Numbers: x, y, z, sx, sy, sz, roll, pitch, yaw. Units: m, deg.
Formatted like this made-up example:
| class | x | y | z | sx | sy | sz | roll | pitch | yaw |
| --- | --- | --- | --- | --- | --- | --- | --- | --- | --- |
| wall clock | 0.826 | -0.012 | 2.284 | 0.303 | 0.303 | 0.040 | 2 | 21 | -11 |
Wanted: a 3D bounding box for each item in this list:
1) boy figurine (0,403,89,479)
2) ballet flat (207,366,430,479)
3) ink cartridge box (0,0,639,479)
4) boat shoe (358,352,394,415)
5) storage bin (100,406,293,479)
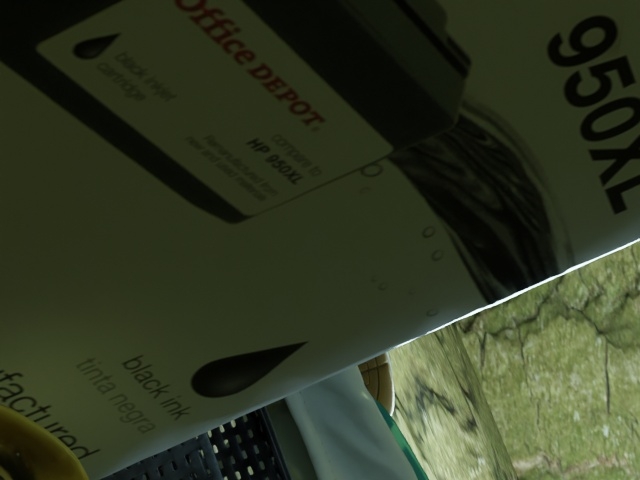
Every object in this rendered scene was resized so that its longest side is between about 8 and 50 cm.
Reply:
| class | x | y | z | sx | sy | sz | roll | pitch | yaw |
| --- | --- | --- | --- | --- | --- | --- | --- | --- | --- |
| boy figurine | -0.136 | 0.080 | 0.382 | 0.177 | 0.092 | 0.285 | 66 | 11 | 19 |
| ballet flat | -0.029 | 0.087 | 0.879 | 0.139 | 0.139 | 0.400 | -71 | 138 | -78 |
| ink cartridge box | -0.026 | -0.102 | 0.510 | 0.285 | 0.395 | 0.166 | 56 | 12 | -48 |
| boat shoe | -0.028 | 0.021 | 1.183 | 0.277 | 0.098 | 0.096 | 61 | 11 | -24 |
| storage bin | -0.059 | 0.132 | 0.731 | 0.180 | 0.084 | 0.122 | 68 | 9 | 17 |
